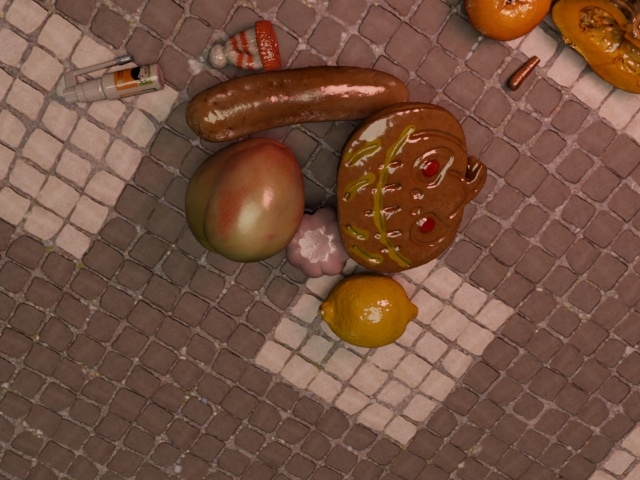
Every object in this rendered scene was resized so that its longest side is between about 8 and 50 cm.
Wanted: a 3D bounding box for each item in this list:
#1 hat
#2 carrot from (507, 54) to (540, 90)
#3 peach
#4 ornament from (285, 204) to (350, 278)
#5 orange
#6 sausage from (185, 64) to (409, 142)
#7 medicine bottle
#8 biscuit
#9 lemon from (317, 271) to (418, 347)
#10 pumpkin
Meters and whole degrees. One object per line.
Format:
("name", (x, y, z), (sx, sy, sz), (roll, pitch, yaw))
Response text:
("hat", (-0.172, -0.416, 1.528), (0.162, 0.093, 0.112), (-10, 95, 8))
("carrot", (0.465, -0.383, 1.585), (0.032, 0.032, 0.093), (40, 99, -13))
("peach", (-0.163, -0.093, 1.534), (0.247, 0.292, 0.292), (22, 107, -27))
("ornament", (-0.001, 0.000, 1.645), (0.177, 0.177, 0.177), (0, 109, -1))
("orange", (0.402, -0.522, 1.469), (0.193, 0.161, 0.193), (-2, 111, -6))
("sausage", (-0.046, -0.312, 1.517), (0.501, 0.123, 0.136), (-10, 80, -12))
("medicine bottle", (-0.469, -0.362, 1.557), (0.221, 0.061, 0.092), (-12, 84, 2))
("biscuit", (0.201, -0.108, 1.508), (0.350, 0.070, 0.394), (-14, 122, -6))
("lemon", (0.116, 0.169, 1.684), (0.244, 0.187, 0.187), (-3, 109, 4))
("pumpkin", (0.657, -0.485, 1.482), (0.325, 0.242, 0.232), (39, 74, -25))
